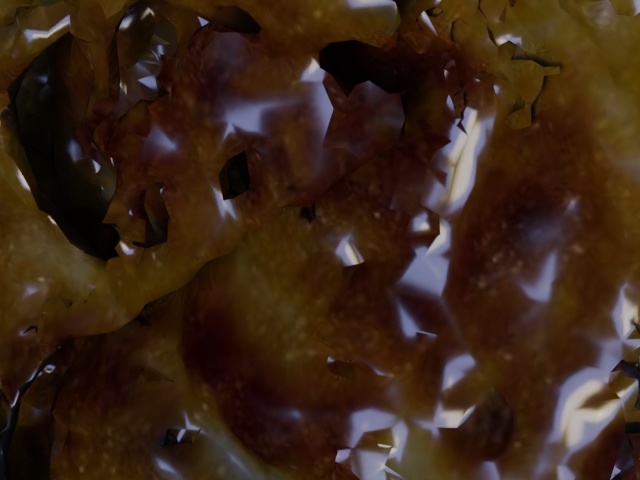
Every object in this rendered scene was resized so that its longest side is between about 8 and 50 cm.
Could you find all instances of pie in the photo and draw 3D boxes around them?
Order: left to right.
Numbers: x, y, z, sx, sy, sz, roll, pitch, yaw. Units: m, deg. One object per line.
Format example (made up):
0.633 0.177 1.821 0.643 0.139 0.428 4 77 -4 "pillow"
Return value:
0.001 0.000 0.365 0.308 0.085 0.308 8 107 28 "pie"
